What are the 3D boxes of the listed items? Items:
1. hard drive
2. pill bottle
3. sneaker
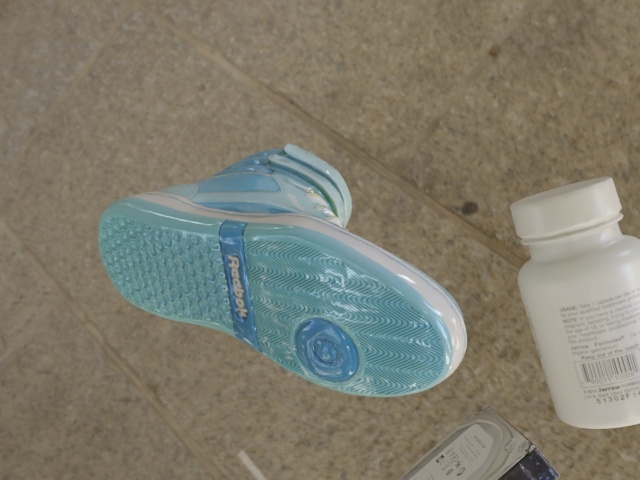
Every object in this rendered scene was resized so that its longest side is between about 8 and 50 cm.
[{"bbox_3d":[0.152,0.381,1.117,0.339,0.237,0.064,-41,94,-1],"label":"hard drive"},{"bbox_3d":[0.272,0.059,0.803,0.131,0.131,0.229,-16,93,21],"label":"pill bottle"},{"bbox_3d":[0.000,0.000,0.643,0.319,0.208,0.127,18,121,30],"label":"sneaker"}]
